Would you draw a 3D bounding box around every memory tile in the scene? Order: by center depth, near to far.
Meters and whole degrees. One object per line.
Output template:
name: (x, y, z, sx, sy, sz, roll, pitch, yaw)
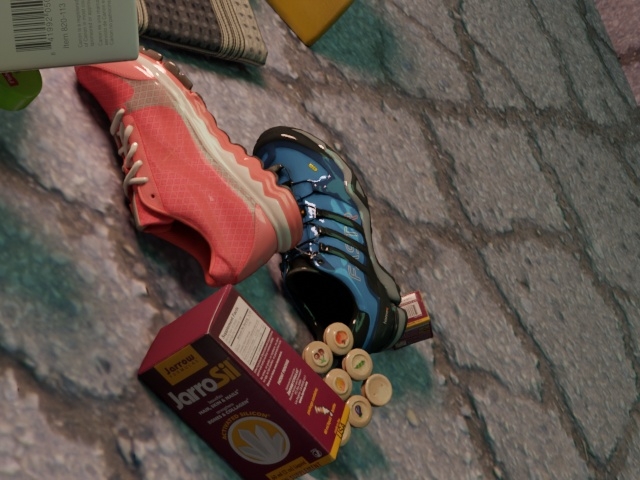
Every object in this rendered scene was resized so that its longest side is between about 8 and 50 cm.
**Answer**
memory tile: (0.007, 0.168, 1.362, 0.148, 0.012, 0.113, -39, 98, -35)

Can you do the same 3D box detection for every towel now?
towel: (-0.222, -0.379, 1.566, 0.312, 0.056, 0.324, 5, 61, -51)

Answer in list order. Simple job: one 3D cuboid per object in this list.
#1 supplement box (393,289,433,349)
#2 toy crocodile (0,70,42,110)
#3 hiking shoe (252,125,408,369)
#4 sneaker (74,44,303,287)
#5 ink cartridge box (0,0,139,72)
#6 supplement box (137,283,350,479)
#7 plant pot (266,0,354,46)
supplement box: (0.108, 0.100, 1.557, 0.083, 0.055, 0.043, 72, -1, -68)
toy crocodile: (-0.332, -0.094, 1.064, 0.105, 0.115, 0.340, 39, 32, -21)
hiking shoe: (0.000, 0.000, 1.465, 0.304, 0.113, 0.132, 61, 29, 6)
sneaker: (-0.164, -0.080, 1.303, 0.314, 0.116, 0.136, 44, 66, 4)
ink cartridge box: (-0.299, -0.248, 1.009, 0.283, 0.207, 0.117, -7, 31, -14)
supplement box: (-0.073, 0.150, 1.228, 0.188, 0.104, 0.080, 47, 32, -18)
plant pot: (0.003, -0.452, 1.813, 0.212, 0.187, 0.212, 46, 33, -19)
